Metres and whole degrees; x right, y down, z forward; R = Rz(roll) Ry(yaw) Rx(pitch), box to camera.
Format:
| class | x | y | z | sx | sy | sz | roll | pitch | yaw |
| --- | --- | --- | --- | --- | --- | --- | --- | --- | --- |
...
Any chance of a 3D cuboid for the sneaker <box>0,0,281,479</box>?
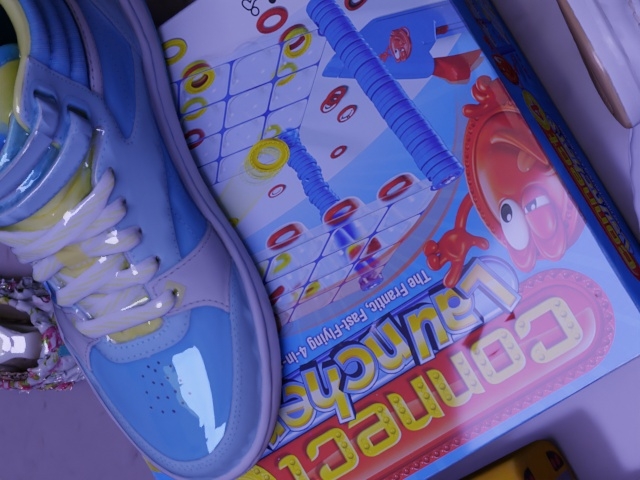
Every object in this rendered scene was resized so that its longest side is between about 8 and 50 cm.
| class | x | y | z | sx | sy | sz | roll | pitch | yaw |
| --- | --- | --- | --- | --- | --- | --- | --- | --- | --- |
| sneaker | -0.137 | -0.006 | 0.988 | 0.127 | 0.208 | 0.319 | -24 | 87 | 19 |

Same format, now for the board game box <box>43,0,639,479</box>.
| class | x | y | z | sx | sy | sz | roll | pitch | yaw |
| --- | --- | --- | --- | --- | --- | --- | --- | --- | --- |
| board game box | 0.000 | 0.000 | 1.097 | 0.308 | 0.086 | 0.302 | -33 | 83 | 19 |

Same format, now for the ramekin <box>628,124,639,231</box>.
| class | x | y | z | sx | sy | sz | roll | pitch | yaw |
| --- | --- | --- | --- | --- | --- | --- | --- | --- | --- |
| ramekin | 0.282 | -0.042 | 0.960 | 0.273 | 0.127 | 0.273 | 4 | 101 | 20 |

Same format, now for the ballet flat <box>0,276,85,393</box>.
| class | x | y | z | sx | sy | sz | roll | pitch | yaw |
| --- | --- | --- | --- | --- | --- | --- | --- | --- | --- |
| ballet flat | -0.251 | 0.054 | 1.198 | 0.241 | 0.077 | 0.091 | -1 | 95 | 21 |

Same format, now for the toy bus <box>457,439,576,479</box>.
| class | x | y | z | sx | sy | sz | roll | pitch | yaw |
| --- | --- | --- | --- | --- | --- | --- | --- | --- | --- |
| toy bus | 0.069 | 0.218 | 1.081 | 0.333 | 0.108 | 0.130 | -30 | 83 | 20 |

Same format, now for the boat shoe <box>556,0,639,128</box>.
| class | x | y | z | sx | sy | sz | roll | pitch | yaw |
| --- | --- | --- | --- | --- | --- | --- | --- | --- | --- |
| boat shoe | 0.155 | -0.173 | 0.955 | 0.096 | 0.098 | 0.277 | -17 | 46 | 12 |
